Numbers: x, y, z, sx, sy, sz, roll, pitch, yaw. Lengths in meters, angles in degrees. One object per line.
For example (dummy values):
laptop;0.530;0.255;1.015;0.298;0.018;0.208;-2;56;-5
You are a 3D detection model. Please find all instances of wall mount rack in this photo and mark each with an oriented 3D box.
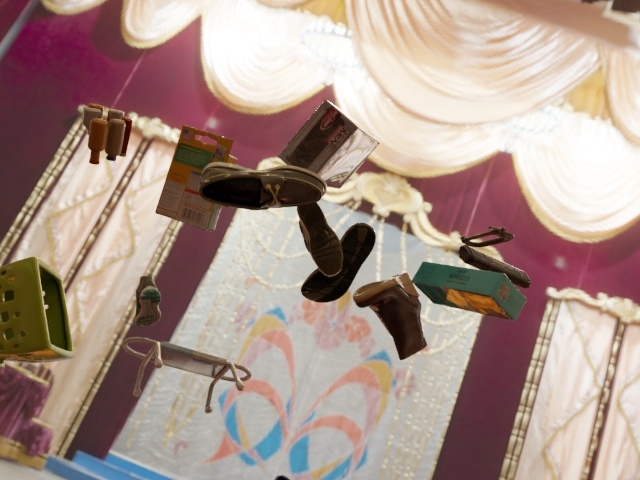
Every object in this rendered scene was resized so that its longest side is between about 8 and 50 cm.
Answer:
wall mount rack;-0.331;0.335;1.814;0.350;0.130;0.304;18;-34;-17

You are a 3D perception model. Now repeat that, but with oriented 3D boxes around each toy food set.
toy food set;-0.529;-0.260;1.767;0.111;0.104;0.232;6;18;-26

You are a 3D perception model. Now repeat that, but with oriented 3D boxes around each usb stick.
usb stick;0.519;0.080;2.133;0.278;0.045;0.077;22;19;-31

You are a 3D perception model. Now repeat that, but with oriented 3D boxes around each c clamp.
c clamp;0.435;-0.011;1.898;0.137;0.022;0.161;10;-19;-33

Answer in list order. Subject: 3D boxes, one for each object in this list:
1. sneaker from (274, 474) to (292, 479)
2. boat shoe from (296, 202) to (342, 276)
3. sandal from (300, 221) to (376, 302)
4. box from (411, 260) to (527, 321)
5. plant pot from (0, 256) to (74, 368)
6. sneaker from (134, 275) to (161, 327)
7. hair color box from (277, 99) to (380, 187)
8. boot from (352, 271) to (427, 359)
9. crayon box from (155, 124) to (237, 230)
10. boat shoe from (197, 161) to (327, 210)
sneaker;-0.074;0.691;1.951;0.144;0.053;0.059;34;-25;25
boat shoe;-0.001;0.000;1.836;0.080;0.223;0.073;-19;-25;-10
sandal;0.059;0.067;2.114;0.120;0.303;0.086;33;19;-18
box;0.324;0.110;1.590;0.100;0.060;0.244;43;-20;-31
plant pot;-0.732;0.185;1.713;0.207;0.228;0.227;-12;-14;-6
sneaker;-0.429;0.150;1.775;0.065;0.076;0.166;-2;-41;-26
hair color box;0.034;-0.244;1.912;0.113;0.185;0.374;42;10;8
boot;0.184;0.197;1.785;0.090;0.207;0.248;-14;-1;38
crayon box;-0.423;-0.215;2.493;0.203;0.323;0.083;19;2;14
boat shoe;-0.139;-0.119;1.710;0.305;0.091;0.109;5;-57;1
